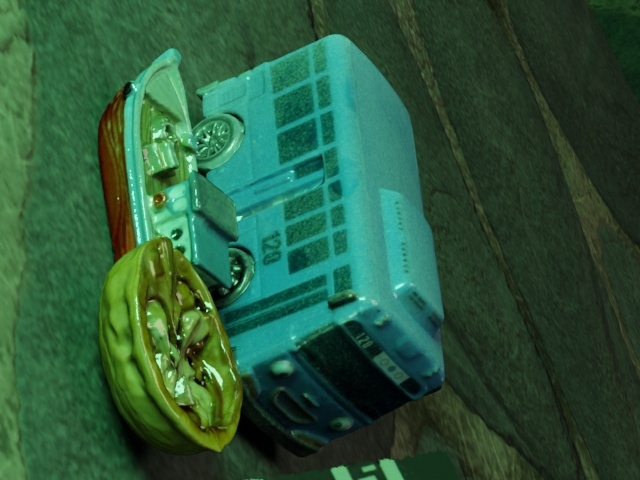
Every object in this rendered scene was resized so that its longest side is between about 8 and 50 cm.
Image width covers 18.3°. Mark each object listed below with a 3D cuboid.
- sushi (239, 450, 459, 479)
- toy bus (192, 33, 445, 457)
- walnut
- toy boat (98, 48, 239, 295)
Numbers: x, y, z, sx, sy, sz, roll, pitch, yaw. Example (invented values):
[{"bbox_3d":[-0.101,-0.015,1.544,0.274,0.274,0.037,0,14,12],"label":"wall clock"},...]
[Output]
[{"bbox_3d":[0.042,0.201,1.043,0.192,0.050,0.215,-5,58,-33],"label":"sushi"},{"bbox_3d":[0.000,0.000,1.217,0.116,0.133,0.234,48,27,-45],"label":"toy bus"},{"bbox_3d":[-0.088,0.061,1.044,0.091,0.052,0.121,23,48,-60],"label":"walnut"},{"bbox_3d":[-0.086,-0.034,1.138,0.069,0.059,0.173,41,33,-52],"label":"toy boat"}]
